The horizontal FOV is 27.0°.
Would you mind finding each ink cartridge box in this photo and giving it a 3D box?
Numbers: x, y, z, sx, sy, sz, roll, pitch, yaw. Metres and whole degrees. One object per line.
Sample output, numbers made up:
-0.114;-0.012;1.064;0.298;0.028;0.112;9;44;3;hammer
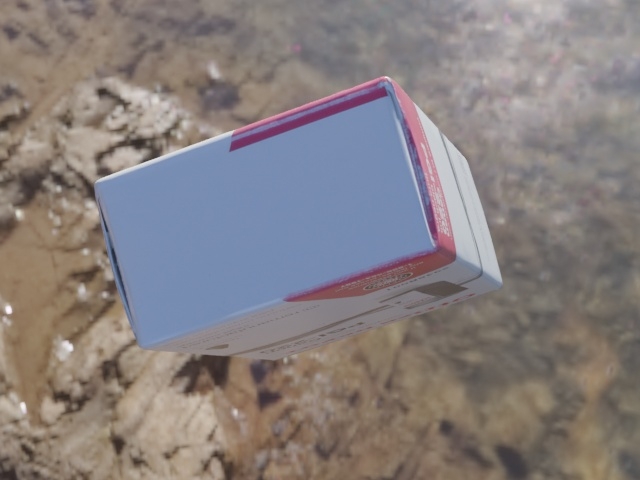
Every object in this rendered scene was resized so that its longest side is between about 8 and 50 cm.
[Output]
0.000;0.000;0.717;0.159;0.218;0.092;-18;81;13;ink cartridge box
